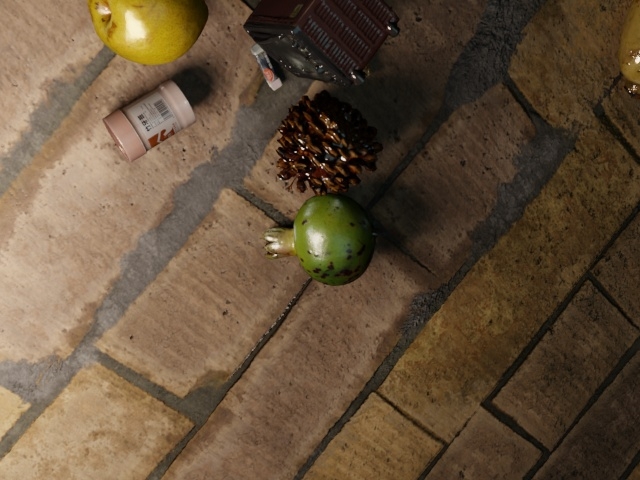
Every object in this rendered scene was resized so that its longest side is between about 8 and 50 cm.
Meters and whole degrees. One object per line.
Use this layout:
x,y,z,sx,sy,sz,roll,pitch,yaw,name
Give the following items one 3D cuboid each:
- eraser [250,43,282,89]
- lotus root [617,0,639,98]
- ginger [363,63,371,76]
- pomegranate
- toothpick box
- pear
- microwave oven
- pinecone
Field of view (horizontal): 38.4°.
-0.108,-0.349,1.850,0.027,0.019,0.099,-35,121,-12,eraser
0.791,-0.475,2.183,0.160,0.146,0.284,10,108,-11,lotus root
0.084,-0.409,1.912,0.057,0.044,0.137,-12,117,-42,ginger
0.000,0.000,1.957,0.247,0.202,0.202,-5,115,8,pomegranate
-0.323,-0.227,1.741,0.149,0.098,0.098,-34,120,-12,toothpick box
-0.298,-0.412,1.623,0.208,0.209,0.209,-10,113,-23,pear
-0.004,-0.405,1.745,0.178,0.247,0.188,36,85,-30,microwave oven
0.004,-0.188,1.868,0.221,0.221,0.222,-10,113,-23,pinecone
